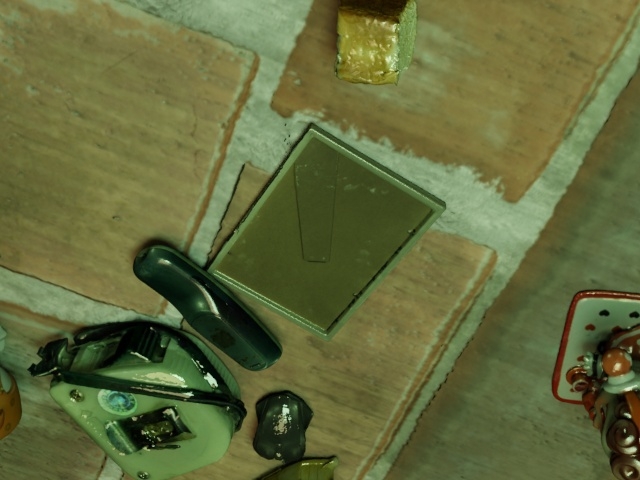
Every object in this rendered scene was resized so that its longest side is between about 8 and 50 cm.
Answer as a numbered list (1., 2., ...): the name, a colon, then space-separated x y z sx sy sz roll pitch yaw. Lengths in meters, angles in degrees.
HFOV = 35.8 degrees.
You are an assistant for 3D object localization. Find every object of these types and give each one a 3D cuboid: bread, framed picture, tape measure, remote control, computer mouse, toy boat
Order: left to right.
1. tape measure: -0.218 0.198 1.262 0.207 0.115 0.235 -23 120 24
2. remote control: -0.135 0.085 1.208 0.072 0.042 0.222 -26 120 40
3. computer mouse: -0.054 0.260 1.326 0.079 0.047 0.135 10 128 1
4. toy boat: -0.056 0.376 1.397 0.226 0.068 0.088 -35 121 27
5. framed picture: 0.000 0.000 1.151 0.184 0.016 0.250 29 123 -13
6. bread: 0.053 -0.199 0.968 0.070 0.076 0.083 12 127 13

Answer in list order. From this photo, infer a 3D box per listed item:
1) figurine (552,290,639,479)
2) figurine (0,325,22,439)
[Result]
1. figurine: 0.363 0.200 1.119 0.160 0.226 0.183 4 126 3
2. figurine: -0.467 0.174 1.278 0.143 0.143 0.271 -8 104 13
